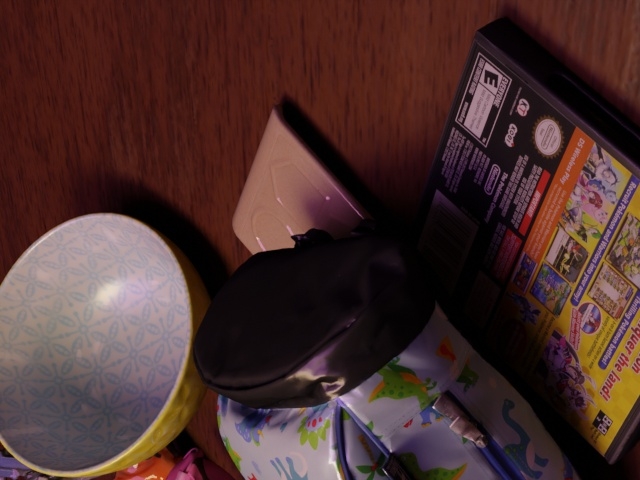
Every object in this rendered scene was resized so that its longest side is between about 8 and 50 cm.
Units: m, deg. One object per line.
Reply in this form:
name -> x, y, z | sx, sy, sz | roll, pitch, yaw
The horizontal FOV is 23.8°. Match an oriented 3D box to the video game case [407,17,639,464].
video game case -> 0.181, 0.008, 1.147 | 0.248, 0.035, 0.275 | 44, 146, 23

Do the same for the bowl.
bowl -> -0.218, 0.126, 1.677 | 0.289, 0.289, 0.156 | 36, -174, 33

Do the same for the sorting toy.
sorting toy -> 0.000, 0.000, 1.407 | 0.208, 0.038, 0.193 | 53, 149, 18

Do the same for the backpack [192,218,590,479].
backpack -> 0.075, 0.184, 1.255 | 0.355, 0.273, 0.290 | 37, 160, -23

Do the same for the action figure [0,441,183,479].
action figure -> -0.263, 0.274, 1.896 | 0.341, 0.178, 0.330 | -13, 102, 31

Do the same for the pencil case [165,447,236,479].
pencil case -> -0.088, 0.327, 1.721 | 0.209, 0.095, 0.098 | 38, -175, -1
